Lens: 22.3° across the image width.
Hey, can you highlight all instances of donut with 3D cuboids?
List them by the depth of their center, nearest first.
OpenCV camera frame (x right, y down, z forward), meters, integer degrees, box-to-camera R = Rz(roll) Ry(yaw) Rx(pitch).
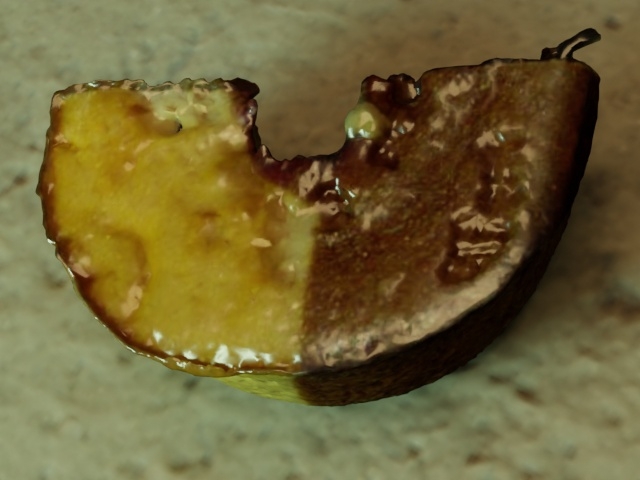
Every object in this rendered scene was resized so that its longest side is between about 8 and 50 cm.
[{"bbox_3d":[-0.002,0.000,0.628,0.217,0.085,0.141,2,65,17],"label":"donut"}]
